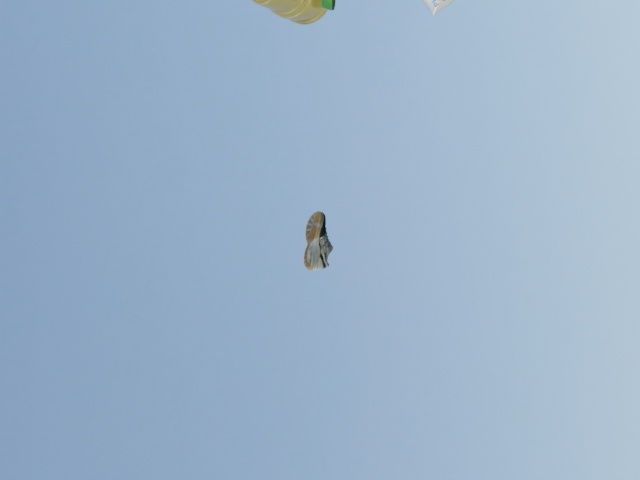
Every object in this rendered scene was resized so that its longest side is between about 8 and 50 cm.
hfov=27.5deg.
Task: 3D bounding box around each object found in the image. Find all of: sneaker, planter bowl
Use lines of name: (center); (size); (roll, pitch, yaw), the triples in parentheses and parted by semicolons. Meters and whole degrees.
sneaker: (0.000, 0.000, 1.802); (0.037, 0.032, 0.083); (1, -75, -31)
planter bowl: (-0.078, -0.448, 2.118); (0.090, 0.217, 0.217); (-23, -70, -35)

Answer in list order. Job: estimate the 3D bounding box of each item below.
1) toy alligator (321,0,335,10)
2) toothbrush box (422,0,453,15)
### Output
toy alligator: (0.011, -0.320, 1.430); (0.190, 0.056, 0.051); (81, -154, -67)
toothbrush box: (0.290, -0.536, 2.213); (0.126, 0.295, 0.216); (53, -154, -11)
